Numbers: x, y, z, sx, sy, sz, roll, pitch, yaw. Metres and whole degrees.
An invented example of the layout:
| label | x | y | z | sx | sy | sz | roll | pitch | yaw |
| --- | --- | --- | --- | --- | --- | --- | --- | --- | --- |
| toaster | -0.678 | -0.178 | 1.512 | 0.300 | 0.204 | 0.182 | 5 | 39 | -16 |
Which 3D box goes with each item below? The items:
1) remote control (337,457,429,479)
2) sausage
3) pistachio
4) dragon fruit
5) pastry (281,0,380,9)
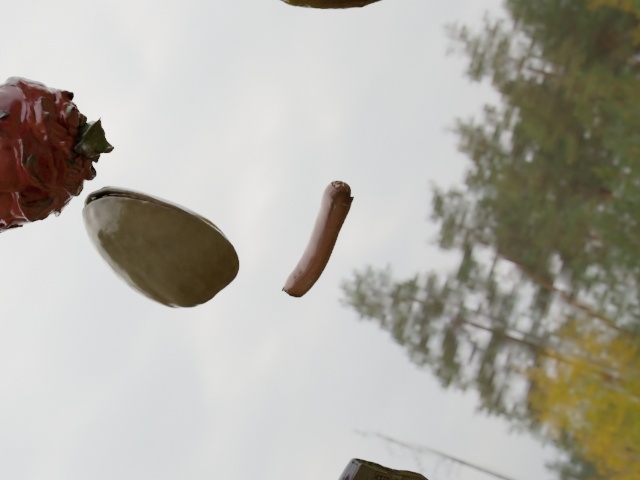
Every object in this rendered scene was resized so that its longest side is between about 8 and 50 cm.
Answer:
| label | x | y | z | sx | sy | sz | roll | pitch | yaw |
| --- | --- | --- | --- | --- | --- | --- | --- | --- | --- |
| remote control | 0.082 | 0.321 | 1.832 | 0.212 | 0.028 | 0.059 | 29 | -91 | -57 |
| sausage | -0.001 | -0.001 | 1.896 | 0.047 | 0.040 | 0.176 | -9 | -51 | -51 |
| pistachio | -0.177 | 0.005 | 1.528 | 0.126 | 0.185 | 0.108 | -47 | 22 | 48 |
| dragon fruit | -0.355 | -0.102 | 1.628 | 0.209 | 0.172 | 0.172 | -28 | -30 | -10 |
| pastry | 0.004 | -0.300 | 1.092 | 0.132 | 0.240 | 0.235 | -40 | 53 | 53 |
